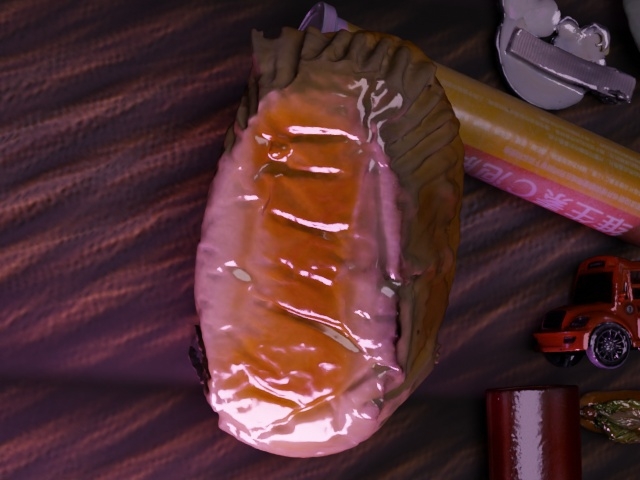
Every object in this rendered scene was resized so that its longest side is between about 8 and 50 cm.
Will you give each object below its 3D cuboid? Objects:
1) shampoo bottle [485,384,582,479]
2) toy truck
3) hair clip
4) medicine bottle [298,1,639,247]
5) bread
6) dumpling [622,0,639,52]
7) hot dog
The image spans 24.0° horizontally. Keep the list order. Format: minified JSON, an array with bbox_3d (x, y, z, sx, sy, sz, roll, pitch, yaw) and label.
[{"bbox_3d":[0.218,0.278,1.522,0.102,0.064,0.260,0,87,-21],"label":"shampoo bottle"},{"bbox_3d":[0.345,0.071,1.552,0.252,0.107,0.114,-1,86,-19],"label":"toy truck"},{"bbox_3d":[0.246,-0.190,1.569,0.172,0.049,0.116,23,76,-12],"label":"hair clip"},{"bbox_3d":[0.170,-0.107,1.508,0.426,0.108,0.108,21,81,-16],"label":"medicine bottle"},{"bbox_3d":[0.012,0.004,1.379,0.236,0.183,0.389,14,111,6],"label":"bread"},{"bbox_3d":[0.454,-0.304,1.574,0.212,0.270,0.321,44,49,-33],"label":"dumpling"},{"bbox_3d":[0.326,0.184,1.573,0.133,0.041,0.056,5,85,-17],"label":"hot dog"}]
